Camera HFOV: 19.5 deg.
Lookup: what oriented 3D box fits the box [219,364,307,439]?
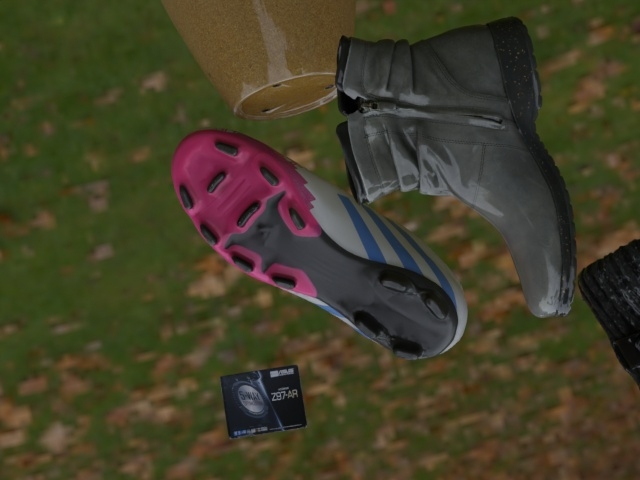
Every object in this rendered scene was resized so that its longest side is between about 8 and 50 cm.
[{"bbox_3d":[-0.059,0.168,1.937,0.083,0.067,0.018,-8,173,-4],"label":"box"}]

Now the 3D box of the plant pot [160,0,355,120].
[{"bbox_3d":[-0.059,-0.255,1.818,0.237,0.254,0.237,-15,167,-3],"label":"plant pot"}]

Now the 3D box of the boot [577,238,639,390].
[{"bbox_3d":[0.461,0.077,1.957,0.348,0.260,0.131,-24,167,21],"label":"boot"}]

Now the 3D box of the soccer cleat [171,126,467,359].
[{"bbox_3d":[0.000,0.000,1.828,0.116,0.331,0.143,-53,-179,19],"label":"soccer cleat"}]

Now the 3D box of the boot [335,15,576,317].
[{"bbox_3d":[0.098,-0.047,1.428,0.161,0.247,0.083,-12,172,-8],"label":"boot"}]
